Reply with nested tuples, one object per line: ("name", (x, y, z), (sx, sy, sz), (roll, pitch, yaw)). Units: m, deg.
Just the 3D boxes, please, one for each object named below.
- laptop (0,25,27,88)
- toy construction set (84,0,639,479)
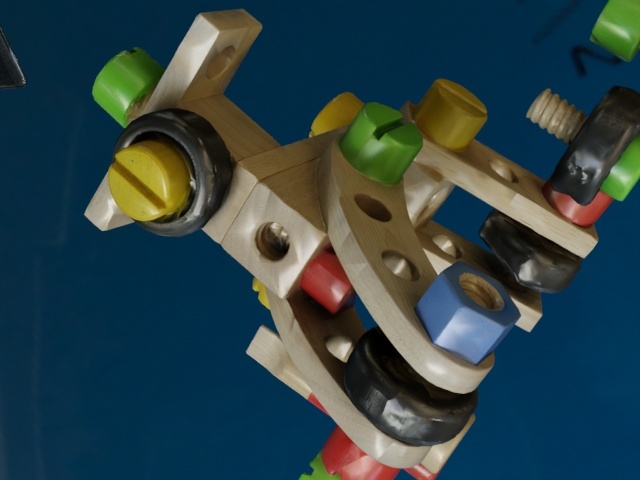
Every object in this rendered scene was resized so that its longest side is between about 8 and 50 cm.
("laptop", (-0.473, -0.330, 1.185), (0.408, 0.236, 0.382), (57, 169, 46))
("toy construction set", (0.000, 0.000, 0.724), (0.237, 0.309, 0.257), (35, -127, 10))
